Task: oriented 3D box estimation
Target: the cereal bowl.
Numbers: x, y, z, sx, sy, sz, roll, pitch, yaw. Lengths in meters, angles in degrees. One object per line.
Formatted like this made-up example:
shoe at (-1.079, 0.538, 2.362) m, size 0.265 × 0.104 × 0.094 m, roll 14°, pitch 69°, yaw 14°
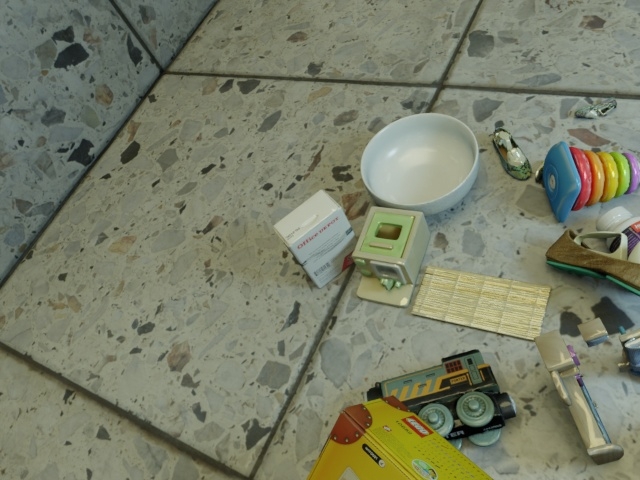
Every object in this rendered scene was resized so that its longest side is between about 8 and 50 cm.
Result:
cereal bowl at (0.293, -0.201, 1.502) m, size 0.339 × 0.141 × 0.339 m, roll -11°, pitch 55°, yaw 16°

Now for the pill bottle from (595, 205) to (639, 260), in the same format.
pill bottle at (0.735, 0.013, 1.190) m, size 0.108 × 0.108 × 0.193 m, roll -30°, pitch 52°, yaw 2°

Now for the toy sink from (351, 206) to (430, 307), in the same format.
toy sink at (0.183, 0.039, 1.392) m, size 0.153 × 0.131 × 0.234 m, roll 10°, pitch 63°, yaw 29°

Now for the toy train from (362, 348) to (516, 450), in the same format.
toy train at (0.251, 0.369, 1.148) m, size 0.334 × 0.142 × 0.190 m, roll -20°, pitch 40°, yaw 12°

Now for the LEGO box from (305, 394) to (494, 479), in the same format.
LEGO box at (0.182, 0.582, 0.893) m, size 0.500 × 0.193 × 0.372 m, roll 35°, pitch 106°, yaw 36°

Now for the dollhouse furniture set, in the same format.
dollhouse furniture set at (0.611, 0.259, 0.963) m, size 0.303 × 0.286 × 0.198 m, roll -27°, pitch 51°, yaw 19°

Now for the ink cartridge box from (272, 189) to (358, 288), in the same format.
ink cartridge box at (0.000, 0.000, 1.429) m, size 0.172 × 0.237 × 0.100 m, roll -38°, pitch 52°, yaw -5°

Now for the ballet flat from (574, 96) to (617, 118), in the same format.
ballet flat at (0.788, -0.371, 1.473) m, size 0.114 × 0.041 × 0.041 m, roll -20°, pitch 52°, yaw 10°

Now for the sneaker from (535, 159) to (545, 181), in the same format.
sneaker at (0.622, -0.194, 1.427) m, size 0.035 × 0.031 × 0.083 m, roll 27°, pitch 72°, yaw 34°

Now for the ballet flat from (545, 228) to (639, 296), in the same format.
ballet flat at (0.657, 0.047, 1.136) m, size 0.342 × 0.116 × 0.124 m, roll 33°, pitch 102°, yaw 62°

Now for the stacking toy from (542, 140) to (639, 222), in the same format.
stacking toy at (0.735, -0.163, 1.299) m, size 0.302 × 0.175 × 0.165 m, roll -6°, pitch 58°, yaw 6°

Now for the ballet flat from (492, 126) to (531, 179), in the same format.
ballet flat at (0.543, -0.255, 1.481) m, size 0.070 × 0.070 × 0.188 m, roll -25°, pitch 52°, yaw 6°

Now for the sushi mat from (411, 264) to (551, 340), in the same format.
sushi mat at (0.397, 0.150, 1.299) m, size 0.317 × 0.019 × 0.151 m, roll 9°, pitch 63°, yaw 28°
